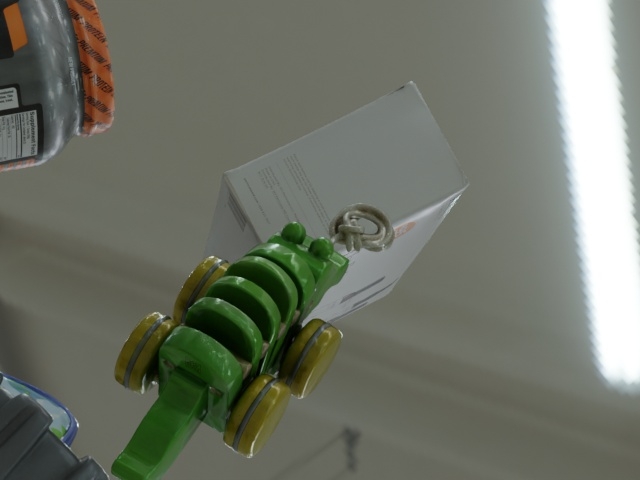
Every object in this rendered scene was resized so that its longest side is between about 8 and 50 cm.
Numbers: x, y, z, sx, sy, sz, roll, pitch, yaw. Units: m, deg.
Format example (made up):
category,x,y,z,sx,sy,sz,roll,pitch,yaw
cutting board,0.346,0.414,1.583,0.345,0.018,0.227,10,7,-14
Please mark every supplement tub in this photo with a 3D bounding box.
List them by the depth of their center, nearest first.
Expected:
category,x,y,z,sx,sy,sz,roll,pitch,yaw
supplement tub,-0.370,-0.151,1.918,0.193,0.316,0.193,168,-90,-72

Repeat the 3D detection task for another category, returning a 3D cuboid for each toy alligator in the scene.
category,x,y,z,sx,sy,sz,roll,pitch,yaw
toy alligator,-0.016,0.019,0.711,0.056,0.189,0.051,31,-49,12

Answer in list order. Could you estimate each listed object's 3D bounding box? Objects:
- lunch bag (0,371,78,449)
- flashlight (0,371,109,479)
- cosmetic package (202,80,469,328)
category,x,y,z,sx,sy,sz,roll,pitch,yaw
lunch bag,-0.263,0.151,1.248,0.176,0.219,0.090,23,-62,4
flashlight,-0.237,0.199,0.970,0.103,0.304,0.103,41,-14,12
cosmetic package,0.000,0.000,0.986,0.060,0.099,0.239,59,-11,8
